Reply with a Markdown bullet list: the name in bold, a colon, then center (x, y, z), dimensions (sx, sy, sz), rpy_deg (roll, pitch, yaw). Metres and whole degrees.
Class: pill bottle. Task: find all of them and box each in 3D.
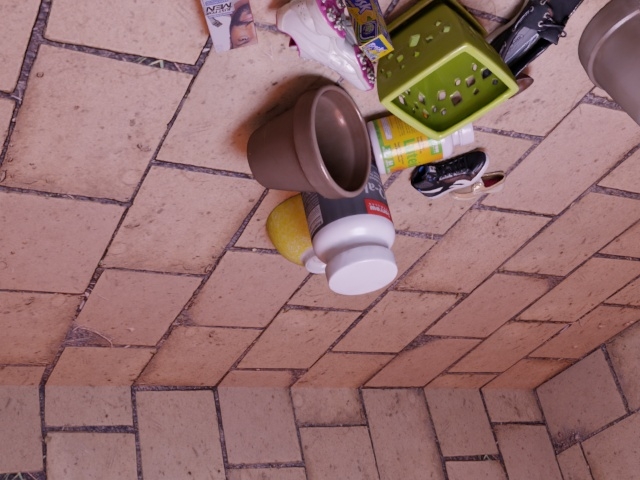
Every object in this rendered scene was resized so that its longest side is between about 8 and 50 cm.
- **pill bottle**: center (0.070, -0.060, 2.098), dimensions (0.210, 0.362, 0.210), rpy_deg (-10, 149, -6)
- **pill bottle**: center (0.246, -0.257, 2.061), dimensions (0.246, 0.136, 0.136), rpy_deg (-15, 149, 4)

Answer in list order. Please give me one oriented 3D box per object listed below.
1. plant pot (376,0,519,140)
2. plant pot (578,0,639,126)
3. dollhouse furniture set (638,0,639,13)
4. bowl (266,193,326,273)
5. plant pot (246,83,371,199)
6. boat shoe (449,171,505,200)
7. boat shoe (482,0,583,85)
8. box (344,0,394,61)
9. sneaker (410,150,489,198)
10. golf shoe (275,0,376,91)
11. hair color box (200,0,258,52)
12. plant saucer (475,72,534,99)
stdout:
- **plant pot**: center (0.252, -0.382, 1.789), dimensions (0.228, 0.207, 0.227), rpy_deg (-32, 145, 29)
- **plant pot**: center (0.793, -0.388, 1.909), dimensions (0.323, 0.280, 0.323), rpy_deg (-10, 148, -6)
- **dollhouse furniture set**: center (0.888, -0.506, 1.697), dimensions (0.394, 0.362, 0.256), rpy_deg (26, 139, -10)
- **bowl**: center (0.000, 0.000, 2.378), dimensions (0.290, 0.156, 0.289), rpy_deg (-10, 150, -6)
- **plant pot**: center (-0.039, -0.211, 1.963), dimensions (0.229, 0.262, 0.263), rpy_deg (-11, 154, 33)
- **boat shoe**: center (0.446, -0.161, 2.373), dimensions (0.170, 0.063, 0.059), rpy_deg (-15, 148, -15)
- **boat shoe**: center (0.478, -0.461, 1.832), dimensions (0.127, 0.113, 0.340), rpy_deg (16, 139, -39)
- **box**: center (0.092, -0.442, 1.666), dimensions (0.054, 0.168, 0.059), rpy_deg (-26, 147, 20)
- **sneaker**: center (0.342, -0.186, 2.268), dimensions (0.217, 0.079, 0.121), rpy_deg (-32, 146, 31)
- **golf shoe**: center (0.018, -0.415, 1.767), dimensions (0.140, 0.115, 0.306), rpy_deg (-11, 148, 24)
- **hair color box**: center (-0.184, -0.455, 1.659), dimensions (0.093, 0.053, 0.167), rpy_deg (-13, 151, -1)
- **plant saucer**: center (0.429, -0.361, 2.015), dimensions (0.169, 0.029, 0.168), rpy_deg (-20, 171, -3)
